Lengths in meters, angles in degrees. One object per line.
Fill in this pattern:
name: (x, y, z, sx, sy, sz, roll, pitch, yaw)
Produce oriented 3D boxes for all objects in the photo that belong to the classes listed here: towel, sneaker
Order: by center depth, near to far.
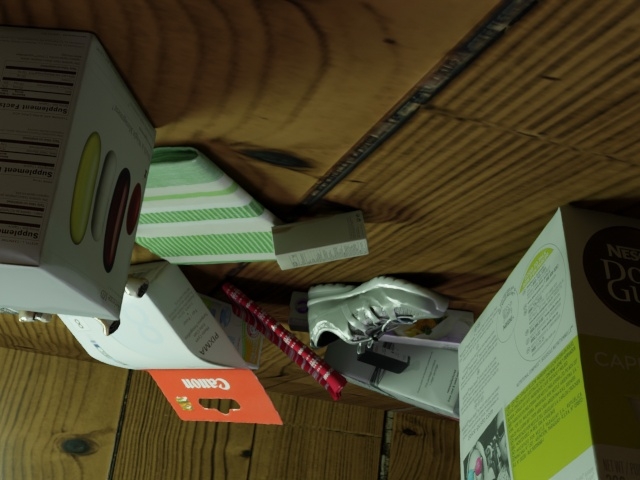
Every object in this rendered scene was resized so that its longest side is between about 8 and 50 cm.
towel: (-0.173, -0.036, 1.065, 0.247, 0.038, 0.325, -2, 159, 25)
sneaker: (0.090, 0.128, 1.344, 0.105, 0.115, 0.281, 21, 159, -38)
towel: (-0.063, 0.184, 1.499, 0.275, 0.031, 0.199, 39, 168, 9)

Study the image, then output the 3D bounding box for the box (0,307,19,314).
box: (-0.688, 0.096, 1.685, 0.183, 0.056, 0.231, 3, 163, 14)

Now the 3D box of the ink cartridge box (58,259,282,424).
ink cartridge box: (-0.283, 0.218, 1.517, 0.308, 0.091, 0.385, -9, 120, 42)

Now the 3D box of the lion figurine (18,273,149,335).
lion figurine: (-0.398, 0.022, 1.191, 0.240, 0.142, 0.392, 26, 157, 14)

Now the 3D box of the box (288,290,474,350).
box: (0.106, 0.143, 1.482, 0.323, 0.063, 0.067, 6, 162, 4)

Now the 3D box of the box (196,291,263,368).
box: (-0.219, 0.183, 1.666, 0.103, 0.114, 0.203, -10, 154, 42)

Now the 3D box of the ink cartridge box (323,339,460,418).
ink cartridge box: (0.162, 0.248, 1.611, 0.272, 0.114, 0.197, 17, 168, 23)

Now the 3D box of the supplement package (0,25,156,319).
supplement package: (-0.259, -0.053, 0.750, 0.149, 0.203, 0.194, 5, 164, 7)

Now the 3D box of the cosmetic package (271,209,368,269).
cosmetic package: (0.000, 0.000, 1.039, 0.115, 0.041, 0.060, -10, 159, 1)

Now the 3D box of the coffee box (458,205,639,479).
coffee box: (0.376, 0.208, 0.966, 0.337, 0.335, 0.338, 10, 142, -7)
